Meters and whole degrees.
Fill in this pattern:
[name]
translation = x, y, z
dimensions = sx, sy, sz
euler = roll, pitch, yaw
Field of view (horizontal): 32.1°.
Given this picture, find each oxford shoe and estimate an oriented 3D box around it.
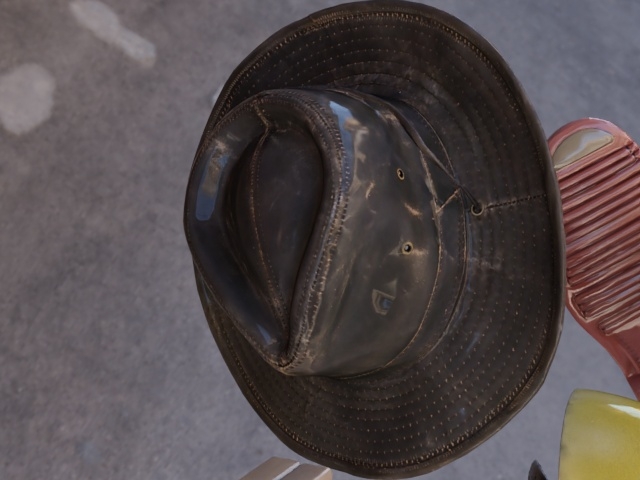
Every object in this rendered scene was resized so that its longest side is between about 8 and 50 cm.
[oxford shoe]
translation = 0.275, 0.032, 1.007
dimensions = 0.130, 0.123, 0.348
euler = -96, 160, -64

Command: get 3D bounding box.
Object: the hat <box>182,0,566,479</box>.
[hat]
translation = 0.000, 0.000, 0.727
dimensions = 0.331, 0.331, 0.134
euler = 51, 25, 20

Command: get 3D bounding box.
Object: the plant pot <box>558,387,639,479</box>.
[plant pot]
translation = 0.229, 0.172, 0.782
dimensions = 0.134, 0.095, 0.134
euler = -2, 90, -66

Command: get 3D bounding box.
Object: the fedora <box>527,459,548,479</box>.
[fedora]
translation = 0.371, 0.358, 1.214
dimensions = 0.334, 0.153, 0.334
euler = 58, 3, -4

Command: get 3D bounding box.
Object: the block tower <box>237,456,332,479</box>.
[block tower]
translation = -0.017, 0.354, 0.893
dimensions = 0.091, 0.335, 0.097
euler = 4, 16, 33
